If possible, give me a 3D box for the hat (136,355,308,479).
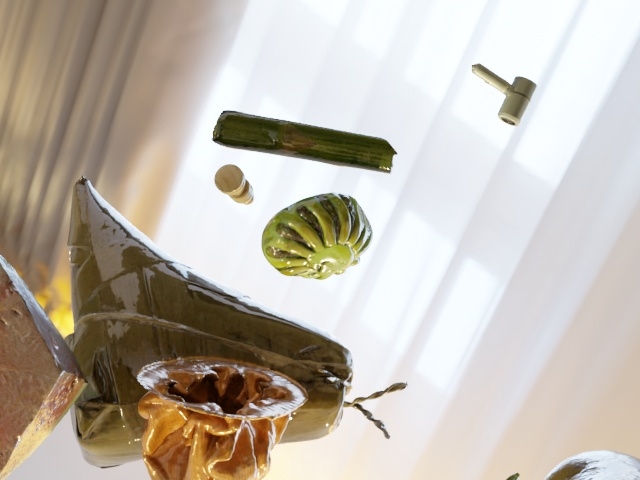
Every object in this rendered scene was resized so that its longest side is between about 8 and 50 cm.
[{"bbox_3d":[-0.140,0.293,1.899,0.233,0.233,0.244,5,-167,-30],"label":"hat"}]

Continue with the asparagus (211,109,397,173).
[{"bbox_3d":[-0.023,-0.148,2.205,0.277,0.060,0.067,10,165,0],"label":"asparagus"}]

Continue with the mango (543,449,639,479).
[{"bbox_3d":[0.351,0.326,1.735,0.176,0.329,0.176,-18,-104,-4],"label":"mango"}]

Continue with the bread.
[{"bbox_3d":[0.000,0.000,1.767,0.139,0.130,0.071,40,-162,-56],"label":"bread"}]

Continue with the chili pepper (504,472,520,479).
[{"bbox_3d":[0.264,0.374,2.183,0.017,0.083,0.030,43,-175,-3],"label":"chili pepper"}]

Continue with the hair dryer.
[{"bbox_3d":[0.315,-0.269,2.612,0.137,0.082,0.047,32,169,-23],"label":"hair dryer"}]

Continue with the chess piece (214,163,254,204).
[{"bbox_3d":[-0.095,-0.060,1.725,0.035,0.035,0.092,33,175,18],"label":"chess piece"}]

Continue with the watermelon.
[{"bbox_3d":[-0.408,0.185,1.905,0.256,0.260,0.176,42,175,-37],"label":"watermelon"}]

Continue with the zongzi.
[{"bbox_3d":[-0.136,0.080,2.190,0.499,0.218,0.467,-6,-110,3],"label":"zongzi"}]
